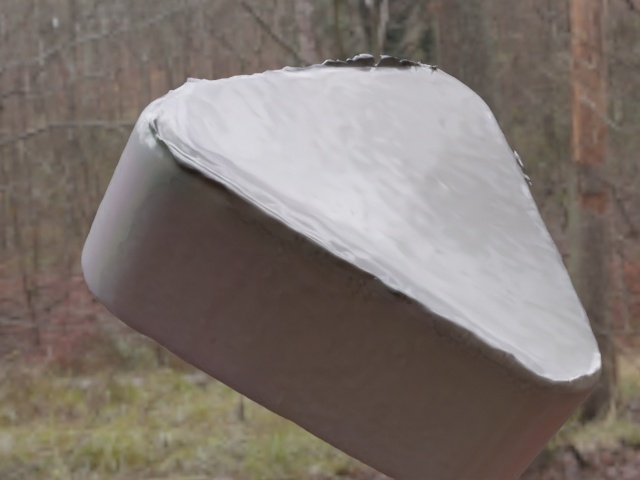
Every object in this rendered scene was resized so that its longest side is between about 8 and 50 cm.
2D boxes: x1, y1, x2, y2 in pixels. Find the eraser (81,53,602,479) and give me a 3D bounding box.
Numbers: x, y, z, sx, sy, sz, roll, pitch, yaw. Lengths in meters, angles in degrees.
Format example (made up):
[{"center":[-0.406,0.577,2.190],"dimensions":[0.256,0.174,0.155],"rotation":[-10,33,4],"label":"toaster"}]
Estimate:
[{"center":[0.000,0.000,0.806],"dimensions":[0.331,0.331,0.150],"rotation":[1,-44,-37],"label":"eraser"}]
